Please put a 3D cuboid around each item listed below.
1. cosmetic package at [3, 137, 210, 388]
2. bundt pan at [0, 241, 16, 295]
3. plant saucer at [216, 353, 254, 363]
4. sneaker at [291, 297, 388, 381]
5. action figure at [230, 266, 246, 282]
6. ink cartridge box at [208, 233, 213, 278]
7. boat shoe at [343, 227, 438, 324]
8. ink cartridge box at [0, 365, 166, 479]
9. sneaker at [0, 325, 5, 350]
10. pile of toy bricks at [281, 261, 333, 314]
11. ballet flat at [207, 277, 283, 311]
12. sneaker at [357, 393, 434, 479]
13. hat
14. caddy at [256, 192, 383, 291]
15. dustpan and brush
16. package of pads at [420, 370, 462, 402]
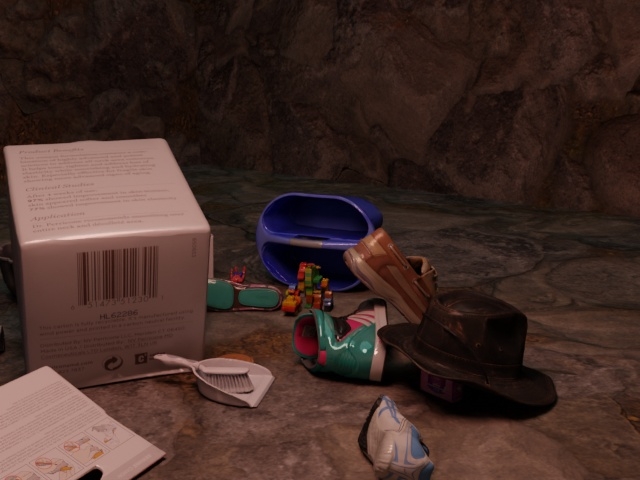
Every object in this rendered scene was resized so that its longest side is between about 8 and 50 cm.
[{"bbox_3d":[-0.420,0.031,1.632,0.329,0.328,0.394,-6,32,-20],"label":"cosmetic package"},{"bbox_3d":[-0.645,0.072,2.128,0.330,0.124,0.331,0,13,0],"label":"bundt pan"},{"bbox_3d":[-0.171,0.237,1.636,0.083,0.013,0.083,0,13,0],"label":"plant saucer"},{"bbox_3d":[0.035,0.181,1.648,0.178,0.124,0.295,9,15,-1],"label":"sneaker"},{"bbox_3d":[-0.219,0.091,2.232,0.038,0.030,0.115,4,15,-1],"label":"action figure"},{"bbox_3d":[-0.343,0.041,2.170,0.093,0.154,0.212,-4,13,-20],"label":"ink cartridge box"},{"bbox_3d":[0.187,0.091,1.697,0.324,0.116,0.123,39,6,-34],"label":"boat shoe"},{"bbox_3d":[-0.414,0.317,1.202,0.261,0.066,0.296,31,25,19],"label":"ink cartridge box"},{"bbox_3d":[-0.671,0.210,1.694,0.061,0.054,0.152,-6,14,-8],"label":"sneaker"},{"bbox_3d":[-0.023,0.102,1.998,0.118,0.105,0.212,2,14,13],"label":"pile of toy bricks"},{"bbox_3d":[-0.198,0.131,1.988,0.221,0.077,0.079,4,-5,-1],"label":"ballet flat"},{"bbox_3d":[0.110,0.297,1.249,0.086,0.085,0.237,24,7,-8],"label":"sneaker"},{"bbox_3d":[0.275,0.164,1.493,0.331,0.134,0.331,18,8,-3],"label":"hat"},{"bbox_3d":[0.000,0.000,2.151,0.341,0.241,0.179,5,8,27],"label":"caddy"},{"bbox_3d":[-0.200,0.239,1.521,0.211,0.060,0.147,2,14,11],"label":"dustpan and brush"},{"bbox_3d":[0.212,0.248,1.482,0.032,0.050,0.083,-11,16,-36],"label":"package of pads"}]
